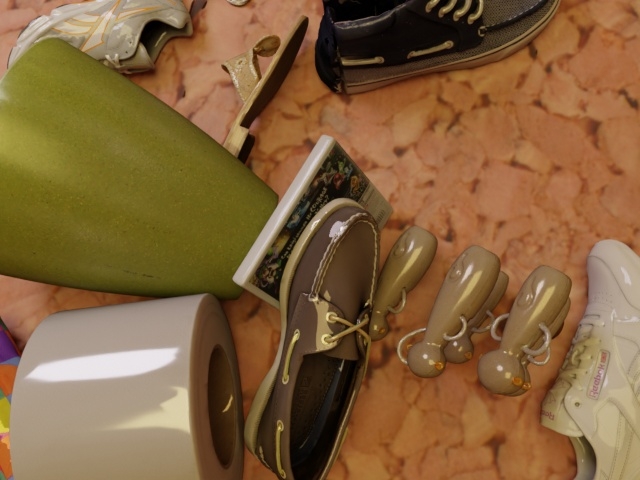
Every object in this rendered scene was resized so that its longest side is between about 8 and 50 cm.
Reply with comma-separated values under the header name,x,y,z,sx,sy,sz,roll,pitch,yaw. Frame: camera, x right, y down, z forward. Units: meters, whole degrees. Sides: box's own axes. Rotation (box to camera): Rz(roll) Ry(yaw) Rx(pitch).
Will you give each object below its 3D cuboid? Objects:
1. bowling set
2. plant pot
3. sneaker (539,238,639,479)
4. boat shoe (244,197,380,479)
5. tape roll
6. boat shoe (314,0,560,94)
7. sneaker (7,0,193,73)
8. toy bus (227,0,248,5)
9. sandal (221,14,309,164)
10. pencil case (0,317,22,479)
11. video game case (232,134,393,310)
name,x,y,z,sx,sy,sz,roll,pitch,yaw
bowling set,0.190,0.108,0.705,0.200,0.287,0.154,31,88,-24
plant pot,-0.209,-0.043,0.736,0.294,0.275,0.274,23,80,-8
sneaker,0.322,0.148,0.711,0.152,0.114,0.304,-3,78,2
boat shoe,0.006,0.117,0.701,0.117,0.097,0.324,14,97,-34
tape roll,-0.185,0.185,0.674,0.169,0.246,0.245,-8,78,2
boat shoe,0.154,-0.292,0.795,0.341,0.158,0.127,-21,78,0
sneaker,-0.293,-0.261,0.855,0.262,0.099,0.121,-38,82,-3
toy bus,-0.130,-0.470,0.881,0.202,0.104,0.191,41,84,11
sandal,-0.100,-0.204,0.831,0.079,0.088,0.239,24,86,3
pencil case,-0.383,0.198,0.761,0.104,0.104,0.236,-34,78,-3
video game case,0.000,0.000,0.744,0.022,0.173,0.190,25,80,38
